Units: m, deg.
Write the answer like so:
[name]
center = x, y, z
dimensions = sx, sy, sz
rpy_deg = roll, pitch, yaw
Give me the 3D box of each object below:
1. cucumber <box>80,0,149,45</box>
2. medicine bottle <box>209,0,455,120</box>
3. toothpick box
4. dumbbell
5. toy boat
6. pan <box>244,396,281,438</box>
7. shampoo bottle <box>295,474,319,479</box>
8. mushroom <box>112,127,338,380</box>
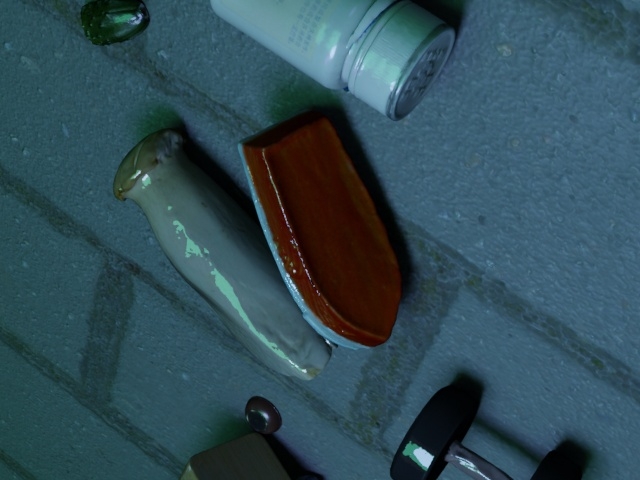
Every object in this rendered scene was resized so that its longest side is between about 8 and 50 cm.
[cucumber]
center = -0.284, -0.302, 1.510
dimensions = 0.107, 0.035, 0.067
rpy_deg = -7, 113, 39
[medicine bottle]
center = 0.012, -0.251, 1.231
dimensions = 0.258, 0.143, 0.143
rpy_deg = 36, 135, 14
[toothpick box]
center = -0.166, 0.473, 1.811
dimensions = 0.187, 0.190, 0.308
rpy_deg = 55, 141, 26
[dumbbell]
center = 0.216, 0.308, 1.450
dimensions = 0.218, 0.152, 0.152
rpy_deg = 32, 134, 17
[toy boat]
center = 0.000, 0.000, 1.426
dimensions = 0.133, 0.145, 0.331
rpy_deg = 7, 124, 63
[pan]
center = -0.098, 0.306, 1.790
dimensions = 0.068, 0.023, 0.115
rpy_deg = 23, 130, 23
[shampoo bottle]
center = -0.007, 0.481, 1.809
dimensions = 0.072, 0.072, 0.214
rpy_deg = 10, 125, 33
[mushroom]
center = -0.132, 0.028, 1.549
dimensions = 0.407, 0.137, 0.154
rpy_deg = 52, 179, 4
